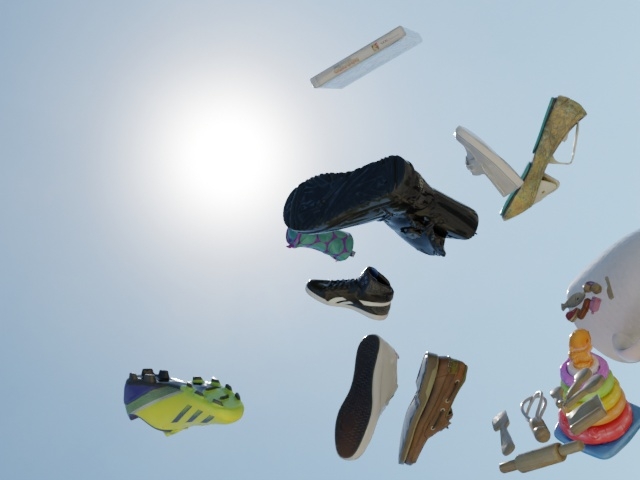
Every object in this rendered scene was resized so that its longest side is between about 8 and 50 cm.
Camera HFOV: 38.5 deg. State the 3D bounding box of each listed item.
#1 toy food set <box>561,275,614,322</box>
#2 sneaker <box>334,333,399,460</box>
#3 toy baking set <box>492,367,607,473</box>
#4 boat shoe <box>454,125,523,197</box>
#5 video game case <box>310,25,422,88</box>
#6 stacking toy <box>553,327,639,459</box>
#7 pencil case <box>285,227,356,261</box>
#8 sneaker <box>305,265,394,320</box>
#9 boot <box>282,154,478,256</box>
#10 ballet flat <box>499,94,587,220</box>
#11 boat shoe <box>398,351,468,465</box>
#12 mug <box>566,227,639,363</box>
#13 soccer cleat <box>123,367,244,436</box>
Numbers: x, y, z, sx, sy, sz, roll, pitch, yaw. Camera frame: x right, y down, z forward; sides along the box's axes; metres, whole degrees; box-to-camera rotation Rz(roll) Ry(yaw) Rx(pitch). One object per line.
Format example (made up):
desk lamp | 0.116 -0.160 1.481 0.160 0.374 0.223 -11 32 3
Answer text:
toy food set | 0.522 0.121 1.812 0.019 0.122 0.078 25 -139 -24
sneaker | 0.123 0.367 2.073 0.123 0.105 0.290 36 -117 -40
toy baking set | 0.359 0.293 1.457 0.030 0.256 0.197 48 -138 -7
boat shoe | 0.321 -0.153 1.813 0.184 0.066 0.063 36 -72 -28
video game case | 0.098 -0.366 1.860 0.026 0.206 0.227 62 -163 0
stacking toy | 0.584 0.311 2.004 0.175 0.165 0.302 -38 -57 -25
pencil case | 0.000 0.000 1.963 0.151 0.064 0.070 17 -88 -32
sneaker | 0.077 0.105 2.242 0.079 0.216 0.121 -64 -10 -58
boot | 0.094 -0.031 1.405 0.207 0.246 0.094 33 -129 -42
ballet flat | 0.569 -0.191 2.316 0.123 0.123 0.349 3 -68 -55
boat shoe | 0.256 0.403 2.109 0.111 0.104 0.307 -82 6 -61
mug | 0.808 0.139 2.255 0.328 0.276 0.374 -55 5 45
soccer cleat | -0.264 0.327 1.782 0.093 0.289 0.121 -8 -78 -57
